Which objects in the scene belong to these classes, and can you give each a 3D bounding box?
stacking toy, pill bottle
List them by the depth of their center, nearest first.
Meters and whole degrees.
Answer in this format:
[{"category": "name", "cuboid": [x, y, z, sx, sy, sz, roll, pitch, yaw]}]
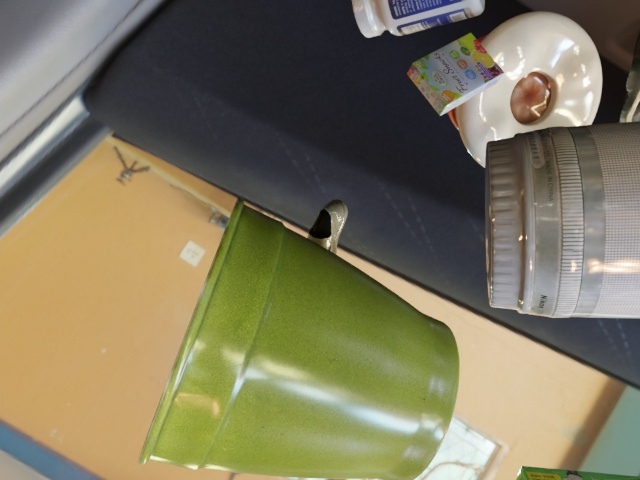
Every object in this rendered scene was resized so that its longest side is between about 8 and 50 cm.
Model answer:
[{"category": "pill bottle", "cuboid": [0.213, -0.539, 1.210, 0.264, 0.153, 0.153, -6, 156, 26]}, {"category": "stacking toy", "cuboid": [0.405, -0.377, 1.379, 0.350, 0.351, 0.480, 35, -173, -25]}]

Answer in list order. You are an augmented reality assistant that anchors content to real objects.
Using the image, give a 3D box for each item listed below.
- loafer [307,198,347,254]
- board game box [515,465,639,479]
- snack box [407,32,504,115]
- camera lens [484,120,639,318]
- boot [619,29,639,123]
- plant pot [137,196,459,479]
[{"category": "loafer", "cuboid": [0.000, 0.000, 0.938, 0.056, 0.148, 0.050, 24, -163, 34]}, {"category": "board game box", "cuboid": [0.400, 0.420, 0.766, 0.317, 0.214, 0.046, 9, -158, -7]}, {"category": "snack box", "cuboid": [0.239, -0.295, 0.978, 0.100, 0.141, 0.037, 55, 162, 12]}, {"category": "camera lens", "cuboid": [0.332, -0.022, 0.625, 0.274, 0.219, 0.219, -1, 164, 15]}, {"category": "boot", "cuboid": [0.465, -0.192, 0.702, 0.137, 0.077, 0.198, 13, 177, 26]}, {"category": "plant pot", "cuboid": [-0.015, 0.174, 0.774, 0.353, 0.367, 0.366, 21, 176, -9]}]
